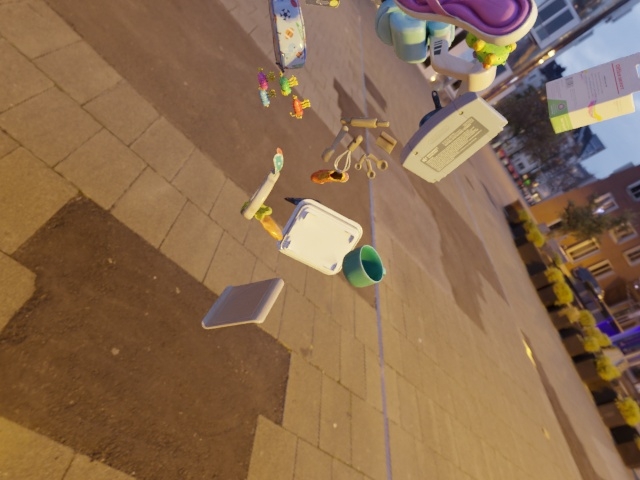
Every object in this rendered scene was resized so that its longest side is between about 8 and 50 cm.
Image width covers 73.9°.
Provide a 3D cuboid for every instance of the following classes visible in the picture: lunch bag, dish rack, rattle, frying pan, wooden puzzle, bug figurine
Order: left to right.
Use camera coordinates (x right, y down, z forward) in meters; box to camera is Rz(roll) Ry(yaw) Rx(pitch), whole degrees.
[{"bbox_3d":[-0.261,0.219,1.459,0.044,0.239,0.221,68,28,-27],"label":"wooden puzzle"},{"bbox_3d":[-0.191,-0.656,1.896,0.072,0.279,0.216,-57,154,-21],"label":"bug figurine"},{"bbox_3d":[-0.110,-0.120,1.121,0.143,0.199,0.130,36,-2,2],"label":"rattle"},{"bbox_3d":[-0.130,-0.792,1.600,0.243,0.115,0.303,-113,-163,-63],"label":"lunch bag"},{"bbox_3d":[0.000,0.000,1.915,0.333,0.285,0.072,27,15,-15],"label":"dish rack"},{"bbox_3d":[0.498,-0.538,1.847,0.053,0.197,0.326,61,0,-41],"label":"frying pan"}]

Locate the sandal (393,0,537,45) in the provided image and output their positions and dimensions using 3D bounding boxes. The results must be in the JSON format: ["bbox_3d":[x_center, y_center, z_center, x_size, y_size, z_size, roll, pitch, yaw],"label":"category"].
[{"bbox_3d":[0.328,-0.609,1.018,0.416,0.169,0.102,41,12,31],"label":"sandal"}]

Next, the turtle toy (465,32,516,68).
[{"bbox_3d":[0.431,-0.500,1.102,0.130,0.095,0.066,53,-13,11],"label":"turtle toy"}]

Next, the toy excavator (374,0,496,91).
[{"bbox_3d":[0.398,-0.718,1.516,0.222,0.434,0.444,54,43,-63],"label":"toy excavator"}]

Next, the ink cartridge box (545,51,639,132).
[{"bbox_3d":[1.127,-0.595,1.723,0.119,0.354,0.207,35,55,-43],"label":"ink cartridge box"}]

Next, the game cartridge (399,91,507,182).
[{"bbox_3d":[0.398,-0.313,1.316,0.198,0.297,0.062,25,40,-31],"label":"game cartridge"}]

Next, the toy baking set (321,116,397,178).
[{"bbox_3d":[0.118,-0.305,1.386,0.030,0.257,0.196,-36,137,-57],"label":"toy baking set"}]

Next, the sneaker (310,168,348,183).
[{"bbox_3d":[0.032,-0.281,1.825,0.067,0.175,0.064,5,85,-63],"label":"sneaker"}]

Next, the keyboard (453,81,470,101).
[{"bbox_3d":[0.630,-0.628,1.891,0.072,0.014,0.256,55,-19,22],"label":"keyboard"}]

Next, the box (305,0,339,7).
[{"bbox_3d":[0.035,-0.904,1.444,0.137,0.225,0.036,-8,69,-25],"label":"box"}]

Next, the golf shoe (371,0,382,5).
[{"bbox_3d":[0.257,-1.009,1.677,0.086,0.176,0.069,20,-11,16],"label":"golf shoe"}]

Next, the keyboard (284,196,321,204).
[{"bbox_3d":[-0.071,-0.179,1.963,0.108,0.023,0.180,29,21,36],"label":"keyboard"}]

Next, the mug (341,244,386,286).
[{"bbox_3d":[0.140,0.100,1.418,0.157,0.098,0.129,52,38,-20],"label":"mug"}]
